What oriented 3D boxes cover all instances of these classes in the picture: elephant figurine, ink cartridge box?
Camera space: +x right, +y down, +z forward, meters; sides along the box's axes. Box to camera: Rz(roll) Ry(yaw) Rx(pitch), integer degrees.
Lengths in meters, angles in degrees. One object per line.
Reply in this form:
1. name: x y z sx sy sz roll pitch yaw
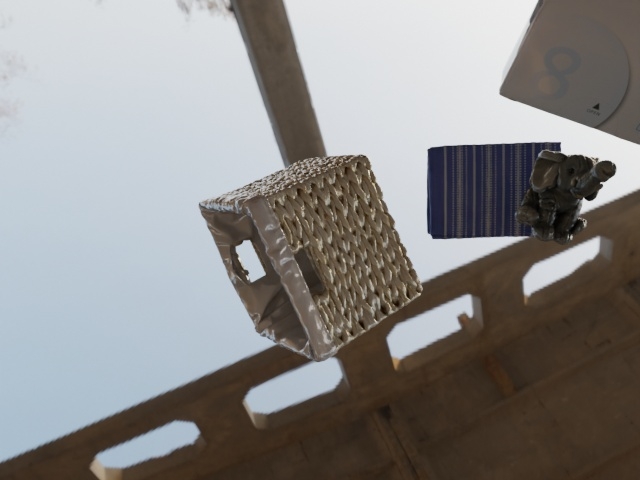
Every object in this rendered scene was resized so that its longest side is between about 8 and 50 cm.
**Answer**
1. elephant figurine: 0.530 -0.122 1.456 0.170 0.239 0.186 -19 -130 -37
2. ink cartridge box: 0.495 -0.344 1.046 0.308 0.384 0.091 20 -136 1

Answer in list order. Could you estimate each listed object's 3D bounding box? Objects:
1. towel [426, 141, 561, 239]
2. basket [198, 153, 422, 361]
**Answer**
1. towel: 0.440 -0.126 1.757 0.336 0.243 0.040 -1 -175 10
2. basket: -0.026 0.017 1.353 0.267 0.328 0.331 -29 -166 -20
